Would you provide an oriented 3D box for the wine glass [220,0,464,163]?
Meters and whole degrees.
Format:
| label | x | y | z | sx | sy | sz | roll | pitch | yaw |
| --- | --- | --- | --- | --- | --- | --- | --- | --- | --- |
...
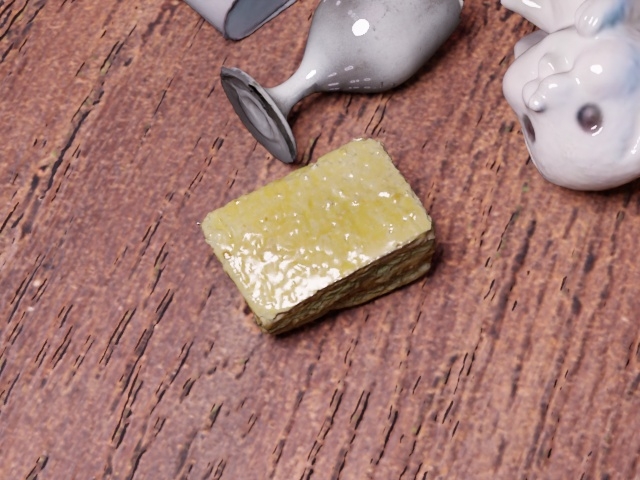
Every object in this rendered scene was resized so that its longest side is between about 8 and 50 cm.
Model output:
| label | x | y | z | sx | sy | sz | roll | pitch | yaw |
| --- | --- | --- | --- | --- | --- | --- | --- | --- | --- |
| wine glass | 0.025 | -0.190 | 1.306 | 0.241 | 0.126 | 0.126 | -37 | 66 | -14 |

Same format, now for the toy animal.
| label | x | y | z | sx | sy | sz | roll | pitch | yaw |
| --- | --- | --- | --- | --- | --- | --- | --- | --- | --- |
| toy animal | 0.275 | -0.194 | 1.260 | 0.289 | 0.174 | 0.249 | -60 | 33 | 5 |

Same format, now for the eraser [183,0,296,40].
| label | x | y | z | sx | sy | sz | roll | pitch | yaw |
| --- | --- | --- | --- | --- | --- | --- | --- | --- | --- |
| eraser | -0.117 | -0.340 | 1.419 | 0.174 | 0.081 | 0.227 | -40 | 68 | -18 |

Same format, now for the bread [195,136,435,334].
| label | x | y | z | sx | sy | sz | roll | pitch | yaw |
| --- | --- | --- | --- | --- | --- | --- | --- | --- | --- |
| bread | 0.000 | 0.000 | 1.212 | 0.196 | 0.102 | 0.138 | -27 | 61 | -10 |
